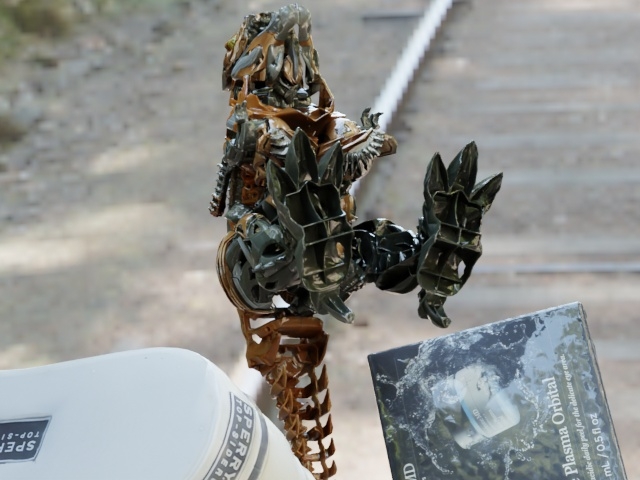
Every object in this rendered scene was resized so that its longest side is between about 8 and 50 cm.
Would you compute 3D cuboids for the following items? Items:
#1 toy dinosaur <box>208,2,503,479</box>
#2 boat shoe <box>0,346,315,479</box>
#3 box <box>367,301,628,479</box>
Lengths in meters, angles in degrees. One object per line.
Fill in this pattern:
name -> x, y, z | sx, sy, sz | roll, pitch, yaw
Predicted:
toy dinosaur -> 0.000, 0.000, 1.293 | 0.164, 0.322, 0.218 | -24, 5, -31
boat shoe -> -0.114, 0.093, 0.741 | 0.267, 0.088, 0.096 | -9, 51, 36
box -> 0.128, 0.145, 1.337 | 0.158, 0.156, 0.093 | -15, -26, 7
